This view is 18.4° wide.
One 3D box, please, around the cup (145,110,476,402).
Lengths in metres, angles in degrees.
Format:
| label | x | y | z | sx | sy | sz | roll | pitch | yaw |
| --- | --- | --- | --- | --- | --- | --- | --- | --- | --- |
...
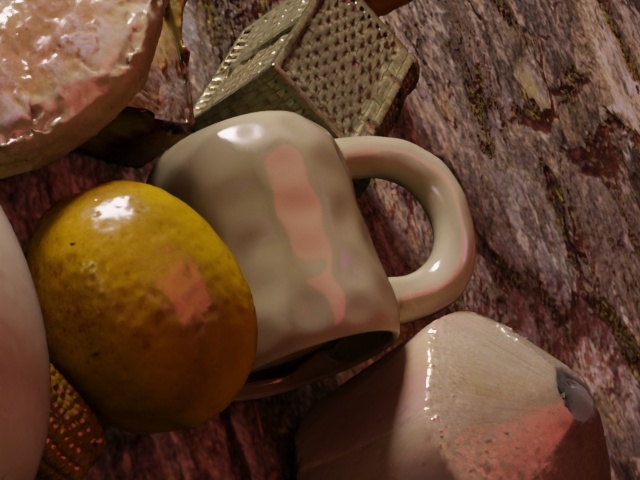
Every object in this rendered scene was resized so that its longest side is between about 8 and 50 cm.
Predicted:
| label | x | y | z | sx | sy | sz | roll | pitch | yaw |
| --- | --- | --- | --- | --- | --- | --- | --- | --- | --- |
| cup | -0.005 | -0.004 | 1.619 | 0.173 | 0.255 | 0.202 | 55 | 15 | -75 |

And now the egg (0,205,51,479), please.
| label | x | y | z | sx | sy | sz | roll | pitch | yaw |
| --- | --- | --- | --- | --- | --- | --- | --- | --- | --- |
| egg | -0.307 | 0.050 | 1.164 | 0.283 | 0.283 | 0.345 | 4 | 61 | -50 |

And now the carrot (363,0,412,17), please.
| label | x | y | z | sx | sy | sz | roll | pitch | yaw |
| --- | --- | --- | --- | --- | --- | --- | --- | --- | --- |
| carrot | 0.071 | -0.259 | 1.952 | 0.072 | 0.205 | 0.072 | 18 | 64 | -42 |

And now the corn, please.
| label | x | y | z | sx | sy | sz | roll | pitch | yaw |
| --- | --- | --- | --- | --- | --- | --- | --- | --- | --- |
| corn | -0.241 | 0.085 | 1.401 | 0.231 | 0.080 | 0.080 | 45 | 37 | -17 |

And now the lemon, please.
| label | x | y | z | sx | sy | sz | roll | pitch | yaw |
| --- | --- | --- | --- | --- | --- | --- | --- | --- | --- |
| lemon | -0.138 | 0.049 | 1.480 | 0.207 | 0.170 | 0.170 | 55 | 34 | 7 |

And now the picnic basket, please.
| label | x | y | z | sx | sy | sz | roll | pitch | yaw |
| --- | --- | --- | --- | --- | --- | --- | --- | --- | --- |
| picnic basket | -0.009 | -0.122 | 1.806 | 0.154 | 0.134 | 0.196 | 48 | 35 | -17 |

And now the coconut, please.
| label | x | y | z | sx | sy | sz | roll | pitch | yaw |
| --- | --- | --- | --- | --- | --- | --- | --- | --- | --- |
| coconut | 0.125 | 0.183 | 1.637 | 0.239 | 0.244 | 0.239 | 31 | 43 | -35 |

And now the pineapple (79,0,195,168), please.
| label | x | y | z | sx | sy | sz | roll | pitch | yaw |
| --- | --- | --- | --- | --- | --- | --- | --- | --- | --- |
| pineapple | -0.185 | -0.148 | 1.647 | 0.186 | 0.114 | 0.236 | 46 | 46 | -18 |

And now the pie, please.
| label | x | y | z | sx | sy | sz | roll | pitch | yaw |
| --- | --- | --- | --- | --- | --- | --- | --- | --- | --- |
| pie | -0.267 | -0.184 | 1.508 | 0.338 | 0.075 | 0.337 | 8 | 58 | -13 |
